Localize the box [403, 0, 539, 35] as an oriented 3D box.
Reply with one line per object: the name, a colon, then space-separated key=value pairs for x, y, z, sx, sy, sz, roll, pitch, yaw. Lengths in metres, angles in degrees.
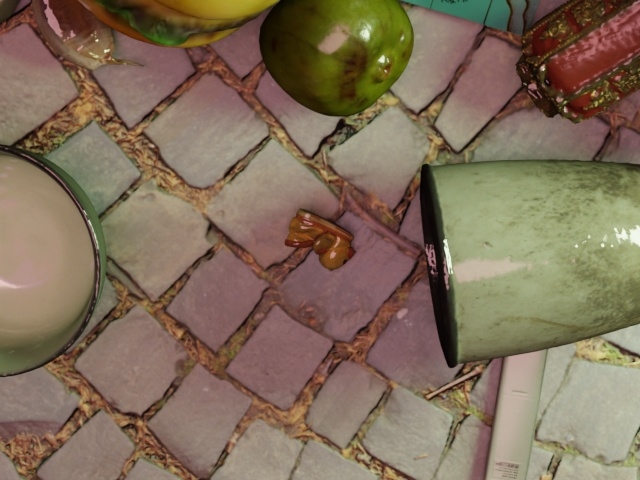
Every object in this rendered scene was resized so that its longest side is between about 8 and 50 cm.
box: x=0.209 y=-0.396 z=1.747 sx=0.229 sy=0.041 sz=0.162 roll=17 pitch=130 yaw=3

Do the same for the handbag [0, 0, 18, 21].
handbag: x=-0.517 y=-0.472 z=1.832 sx=0.219 sy=0.079 sz=0.256 roll=33 pitch=101 yaw=3

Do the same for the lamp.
lamp: x=0.408 y=-0.281 z=1.706 sx=0.274 sy=0.177 sz=0.177 roll=-34 pitch=96 yaw=23

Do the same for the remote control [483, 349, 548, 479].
remote control: x=0.304 y=0.269 z=1.911 sx=0.067 sy=0.029 sz=0.260 roll=8 pitch=100 yaw=5

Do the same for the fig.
fig: x=0.010 y=-0.290 z=1.759 sx=0.225 sy=0.203 sz=0.203 roll=31 pitch=105 yaw=32

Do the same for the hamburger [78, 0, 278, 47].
hamburger: x=-0.180 y=-0.447 z=1.654 sx=0.396 sy=0.277 sz=0.395 roll=5 pitch=79 yaw=-27

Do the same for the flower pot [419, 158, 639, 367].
flower pot: x=0.317 y=0.016 z=1.739 sx=0.330 sy=0.293 sz=0.293 roll=-7 pitch=100 yaw=0

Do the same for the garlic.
garlic: x=-0.356 y=-0.329 z=1.838 sx=0.129 sy=0.090 sz=0.198 roll=-23 pitch=93 yaw=-2

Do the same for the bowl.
bowl: x=-0.479 y=0.014 z=1.864 sx=0.354 sy=0.185 sz=0.353 roll=1 pitch=101 yaw=6

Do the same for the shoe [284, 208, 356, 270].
shoe: x=-0.003 y=-0.002 z=1.869 sx=0.109 sy=0.072 sz=0.069 roll=31 pitch=92 yaw=-40
